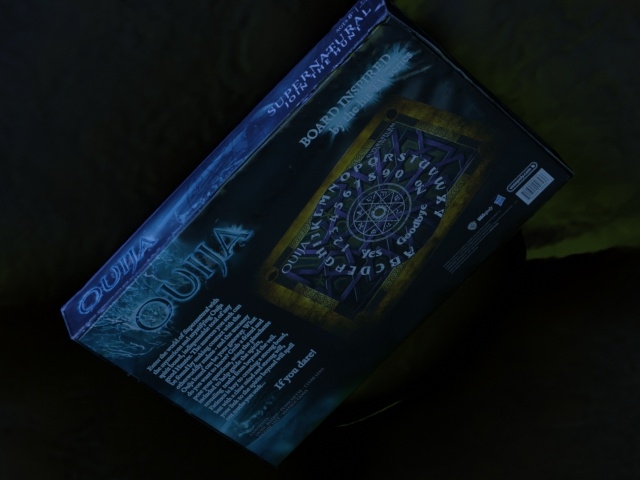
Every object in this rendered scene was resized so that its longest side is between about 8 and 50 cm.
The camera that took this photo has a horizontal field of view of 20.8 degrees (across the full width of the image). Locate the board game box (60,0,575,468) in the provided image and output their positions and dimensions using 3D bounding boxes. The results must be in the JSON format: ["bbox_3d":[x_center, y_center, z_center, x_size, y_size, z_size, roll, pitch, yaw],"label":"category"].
[{"bbox_3d":[0.000,0.000,0.726,0.186,0.026,0.126,-45,125,10],"label":"board game box"}]
